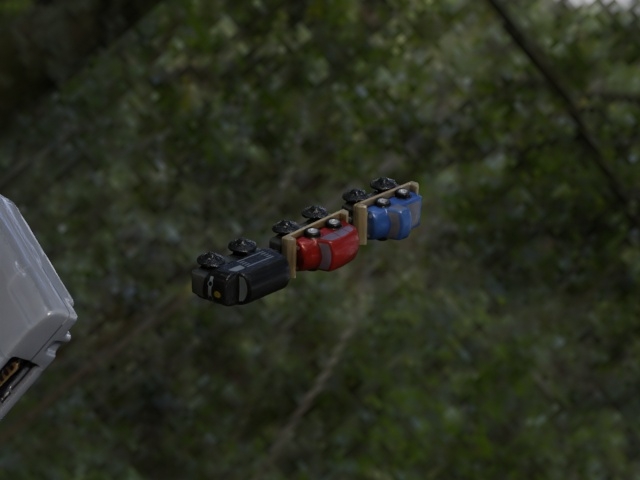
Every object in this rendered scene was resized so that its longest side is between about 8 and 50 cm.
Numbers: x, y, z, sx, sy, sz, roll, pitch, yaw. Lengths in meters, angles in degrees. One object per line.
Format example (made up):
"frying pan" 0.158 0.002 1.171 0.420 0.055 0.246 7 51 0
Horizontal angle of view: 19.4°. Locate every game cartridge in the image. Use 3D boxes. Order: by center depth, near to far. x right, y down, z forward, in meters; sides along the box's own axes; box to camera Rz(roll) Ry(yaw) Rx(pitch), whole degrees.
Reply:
"game cartridge" -0.346 0.106 1.624 0.060 0.294 0.196 29 18 -45

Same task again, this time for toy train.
"toy train" 0.000 0.000 0.965 0.036 0.158 0.027 23 -56 38
